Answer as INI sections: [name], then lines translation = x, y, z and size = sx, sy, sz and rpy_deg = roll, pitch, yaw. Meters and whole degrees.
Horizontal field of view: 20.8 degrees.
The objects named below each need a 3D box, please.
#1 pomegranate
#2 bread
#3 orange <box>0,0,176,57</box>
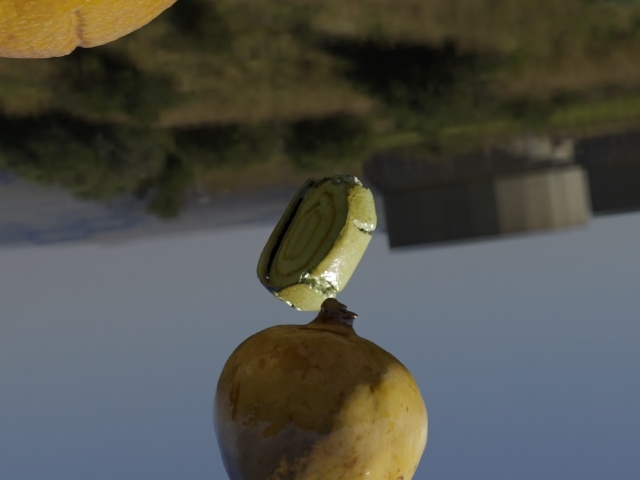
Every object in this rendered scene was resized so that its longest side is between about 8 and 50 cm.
[pomegranate]
translation = 0.000, 0.144, 1.475
size = 0.196, 0.196, 0.196
rpy_deg = -7, -178, 0
[bread]
translation = 0.000, 0.000, 1.871
size = 0.064, 0.156, 0.117
rpy_deg = 32, -179, -36
[orange]
translation = -0.216, -0.288, 1.266
size = 0.322, 0.322, 0.357
rpy_deg = -7, -178, -4
